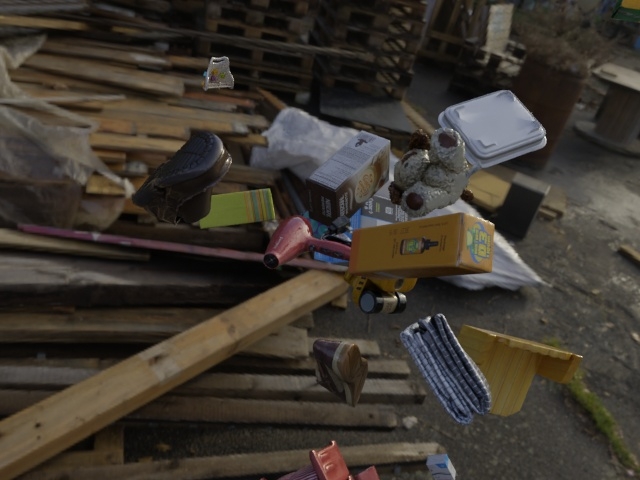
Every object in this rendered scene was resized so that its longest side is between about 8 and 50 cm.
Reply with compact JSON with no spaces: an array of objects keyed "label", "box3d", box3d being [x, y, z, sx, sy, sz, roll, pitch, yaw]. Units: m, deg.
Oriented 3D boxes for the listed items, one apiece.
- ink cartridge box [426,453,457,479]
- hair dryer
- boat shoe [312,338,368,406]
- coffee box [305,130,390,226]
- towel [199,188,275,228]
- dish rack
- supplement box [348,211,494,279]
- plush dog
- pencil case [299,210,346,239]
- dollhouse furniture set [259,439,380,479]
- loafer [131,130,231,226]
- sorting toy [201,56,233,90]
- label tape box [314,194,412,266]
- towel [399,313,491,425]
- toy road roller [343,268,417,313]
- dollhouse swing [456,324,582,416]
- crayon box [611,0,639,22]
[{"label":"ink cartridge box","box3d":[0.291,0.547,1.418,0.048,0.083,0.028,-16,29,27]},{"label":"hair dryer","box3d":[0.000,0.000,1.293,0.294,0.080,0.224,-15,26,-29]},{"label":"boat shoe","box3d":[0.047,0.356,1.626,0.123,0.342,0.123,15,65,20]},{"label":"coffee box","box3d":[0.077,-0.160,1.565,0.098,0.141,0.246,27,54,28]},{"label":"towel","box3d":[-0.263,-0.099,1.852,0.237,0.102,0.021,-8,-3,-18]},{"label":"dish rack","box3d":[0.619,-0.414,2.115,0.333,0.072,0.285,-21,63,-17]},{"label":"supplement box","box3d":[0.144,0.015,0.892,0.080,0.078,0.233,15,-14,-33]},{"label":"plush dog","box3d":[0.306,-0.188,1.705,0.211,0.262,0.225,21,8,-43]},{"label":"pencil case","box3d":[0.009,-0.024,1.631,0.065,0.070,0.151,-11,48,-46]},{"label":"dollhouse furniture set","box3d":[0.008,0.530,1.278,0.152,0.201,0.374,62,15,19]},{"label":"loafer","box3d":[-0.260,-0.113,1.204,0.130,0.366,0.133,41,65,-21]},{"label":"sorting toy","box3d":[-0.250,-0.407,1.441,0.045,0.075,0.083,38,36,29]},{"label":"label tape box","box3d":[0.158,-0.030,2.082,0.348,0.249,0.115,13,-16,-32]},{"label":"towel","box3d":[0.338,0.323,1.549,0.283,0.121,0.235,59,11,14]},{"label":"toy road roller","box3d":[0.237,0.132,2.389,0.203,0.329,0.241,6,23,-44]},{"label":"dollhouse swing","box3d":[0.655,0.489,2.095,0.347,0.304,0.315,15,-2,-9]},{"label":"crayon box","box3d":[0.748,-0.509,1.177,0.279,0.165,0.081,14,6,12]}]
